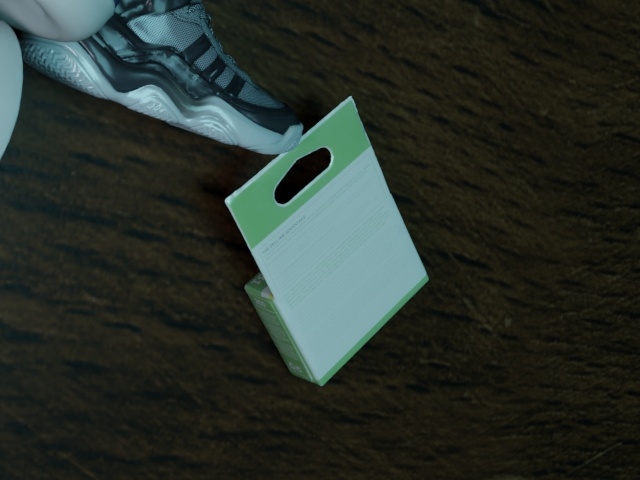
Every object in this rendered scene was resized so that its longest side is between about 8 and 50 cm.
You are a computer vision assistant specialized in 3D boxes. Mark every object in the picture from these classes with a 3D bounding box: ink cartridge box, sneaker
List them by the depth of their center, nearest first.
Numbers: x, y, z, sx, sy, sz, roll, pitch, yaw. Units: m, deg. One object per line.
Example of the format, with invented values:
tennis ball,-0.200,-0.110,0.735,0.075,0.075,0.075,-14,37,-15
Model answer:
sneaker,-0.102,-0.169,0.962,0.269,0.101,0.153,18,94,-40
ink cartridge box,0.000,0.000,1.136,0.171,0.056,0.235,-42,125,-24

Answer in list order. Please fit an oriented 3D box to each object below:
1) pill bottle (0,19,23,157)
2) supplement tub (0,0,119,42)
pill bottle,-0.341,-0.117,0.733,0.278,0.162,0.162,14,93,-42
supplement tub,-0.173,-0.317,0.773,0.228,0.228,0.316,36,79,-41
